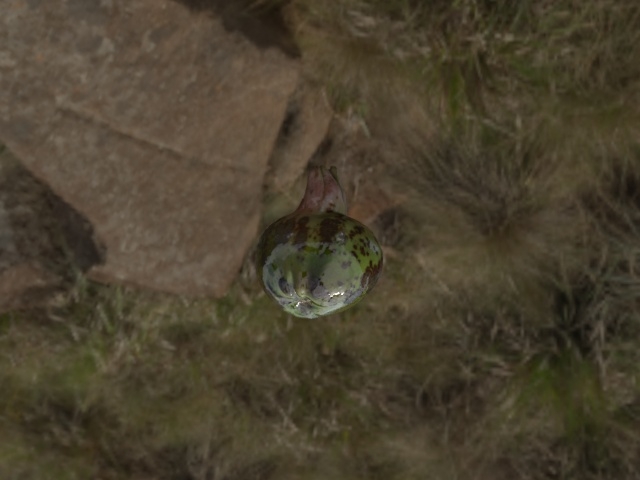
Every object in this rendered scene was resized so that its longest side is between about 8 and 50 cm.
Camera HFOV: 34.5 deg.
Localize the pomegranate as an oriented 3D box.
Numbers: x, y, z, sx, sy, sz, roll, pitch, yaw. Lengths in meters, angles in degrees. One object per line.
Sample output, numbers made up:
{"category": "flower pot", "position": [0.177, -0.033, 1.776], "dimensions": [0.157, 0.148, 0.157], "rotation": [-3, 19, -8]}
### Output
{"category": "pomegranate", "position": [-0.005, 0.004, 1.105], "dimensions": [0.138, 0.125, 0.163], "rotation": [-2, 101, 28]}
